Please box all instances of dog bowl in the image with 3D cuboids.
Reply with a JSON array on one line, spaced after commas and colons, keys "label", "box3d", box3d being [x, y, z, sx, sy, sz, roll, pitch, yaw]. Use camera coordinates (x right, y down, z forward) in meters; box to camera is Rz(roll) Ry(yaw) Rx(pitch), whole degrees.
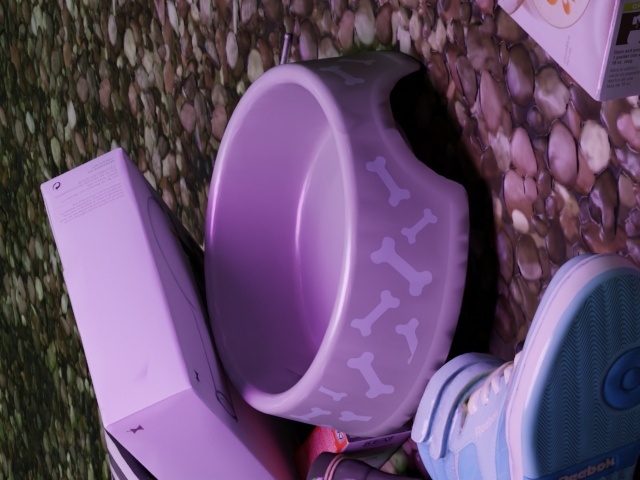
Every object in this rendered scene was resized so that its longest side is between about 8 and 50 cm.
[{"label": "dog bowl", "box3d": [0.000, 0.000, 1.654, 0.349, 0.102, 0.349, -14, 74, 62]}]

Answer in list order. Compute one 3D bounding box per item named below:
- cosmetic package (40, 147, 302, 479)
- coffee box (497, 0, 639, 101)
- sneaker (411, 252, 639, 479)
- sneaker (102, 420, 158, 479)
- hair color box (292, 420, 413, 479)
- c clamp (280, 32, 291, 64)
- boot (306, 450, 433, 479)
[{"label": "cosmetic package", "box3d": [-0.123, 0.127, 1.827, 0.377, 0.097, 0.284, 55, -166, -54]}, {"label": "coffee box", "box3d": [0.201, -0.232, 1.188, 0.141, 0.098, 0.246, -126, 34, -46]}, {"label": "sneaker", "box3d": [0.148, 0.113, 1.419, 0.208, 0.127, 0.319, 49, 141, 48]}, {"label": "sneaker", "box3d": [-0.162, 0.284, 2.121, 0.447, 0.169, 0.257, -161, 68, -81]}, {"label": "hair color box", "box3d": [0.030, 0.194, 1.791, 0.141, 0.072, 0.043, 125, 132, -57]}, {"label": "c clamp", "box3d": [-0.017, -0.102, 1.839, 0.161, 0.022, 0.137, -122, 32, -42]}, {"label": "boot", "box3d": [0.076, 0.283, 1.729, 0.137, 0.077, 0.198, 6, 140, 33]}]
